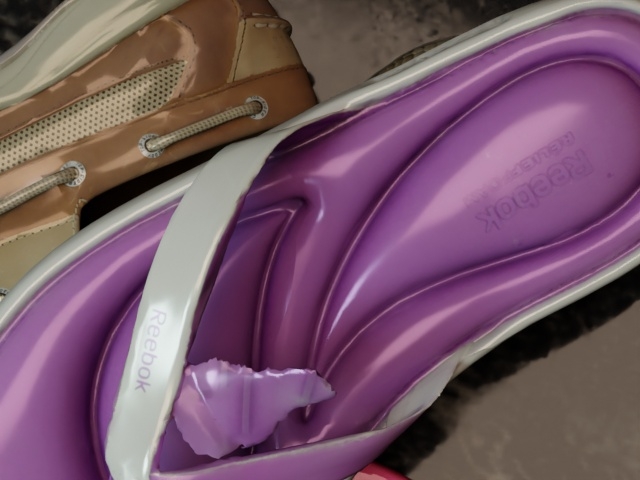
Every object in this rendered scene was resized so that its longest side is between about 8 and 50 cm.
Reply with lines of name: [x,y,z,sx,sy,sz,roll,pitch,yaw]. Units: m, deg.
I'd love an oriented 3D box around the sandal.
sandal: [-0.010,0.030,0.814,0.416,0.102,0.169,-39,94,-2]

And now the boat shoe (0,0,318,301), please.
boat shoe: [-0.143,-0.010,0.893,0.324,0.123,0.116,-36,81,1]

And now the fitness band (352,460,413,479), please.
fitness band: [-0.026,0.235,0.871,0.209,0.054,0.291,16,81,9]

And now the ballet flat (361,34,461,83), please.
ballet flat: [0.000,0.000,0.891,0.250,0.058,0.084,-38,113,1]
